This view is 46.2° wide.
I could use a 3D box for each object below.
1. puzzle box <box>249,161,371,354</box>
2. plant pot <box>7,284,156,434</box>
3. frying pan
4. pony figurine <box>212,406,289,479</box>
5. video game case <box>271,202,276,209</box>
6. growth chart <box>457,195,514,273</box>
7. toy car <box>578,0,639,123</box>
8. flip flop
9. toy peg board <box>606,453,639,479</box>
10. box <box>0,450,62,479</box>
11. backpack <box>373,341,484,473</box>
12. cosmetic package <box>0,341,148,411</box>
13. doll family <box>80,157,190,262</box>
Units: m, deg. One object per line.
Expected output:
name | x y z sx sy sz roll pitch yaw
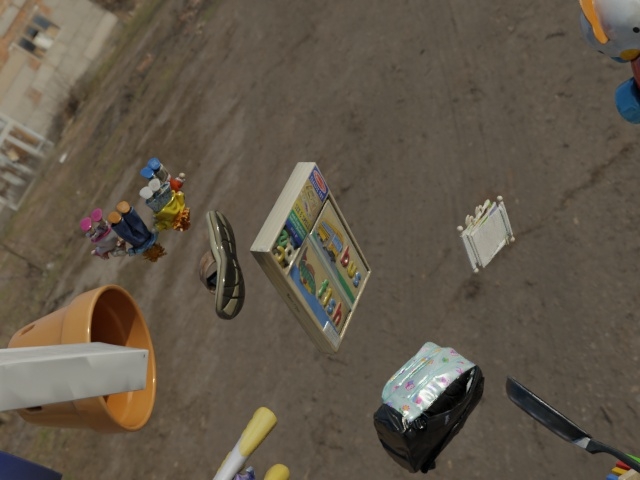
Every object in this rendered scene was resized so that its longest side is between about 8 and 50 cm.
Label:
puzzle box | -0.006 0.050 1.788 0.052 0.408 0.272 3 52 31
plant pot | -0.476 0.248 1.484 0.204 0.290 0.290 -12 38 9
frying pan | 0.489 0.368 1.446 0.326 0.197 0.053 37 91 22
pony figurine | -0.205 0.475 1.185 0.363 0.303 0.351 -44 -10 -41
video game case | 0.000 0.000 2.076 0.026 0.196 0.274 -54 45 3
growth chart | 0.450 -0.023 2.027 0.021 0.171 0.237 2 28 45
toy car | 0.452 -0.294 1.065 0.219 0.238 0.210 -31 62 60
flip flop | -0.233 0.057 1.683 0.080 0.112 0.277 -20 61 11
toy peg board | 0.624 0.524 1.530 0.079 0.161 0.161 8 103 51
box | -0.323 0.194 0.640 0.137 0.225 0.036 -17 48 39
backpack | 0.164 0.243 1.135 0.115 0.152 0.182 33 64 31
cosmetic package | -0.336 0.168 0.946 0.099 0.239 0.060 1 87 31
doll family | -0.367 -0.034 1.597 0.263 0.163 0.118 -42 54 -9
